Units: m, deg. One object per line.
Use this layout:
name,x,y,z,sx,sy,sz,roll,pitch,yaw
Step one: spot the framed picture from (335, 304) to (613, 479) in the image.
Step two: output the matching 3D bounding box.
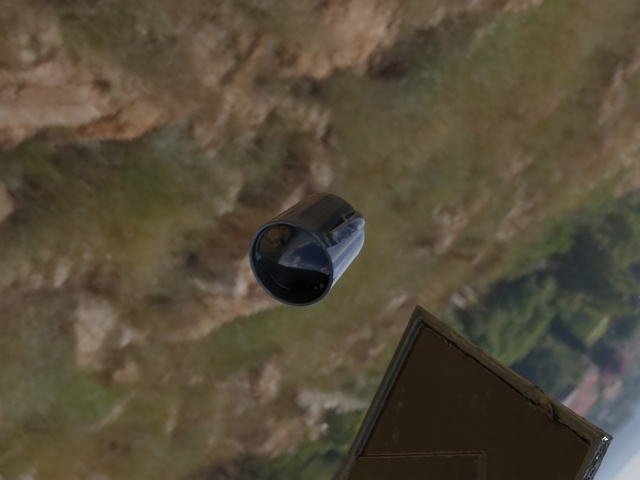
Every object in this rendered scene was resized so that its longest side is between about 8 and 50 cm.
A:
framed picture,0.115,0.196,1.159,0.019,0.281,0.209,19,100,-33

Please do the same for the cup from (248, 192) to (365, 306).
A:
cup,0.000,0.000,1.128,0.100,0.078,0.077,-27,-171,36
